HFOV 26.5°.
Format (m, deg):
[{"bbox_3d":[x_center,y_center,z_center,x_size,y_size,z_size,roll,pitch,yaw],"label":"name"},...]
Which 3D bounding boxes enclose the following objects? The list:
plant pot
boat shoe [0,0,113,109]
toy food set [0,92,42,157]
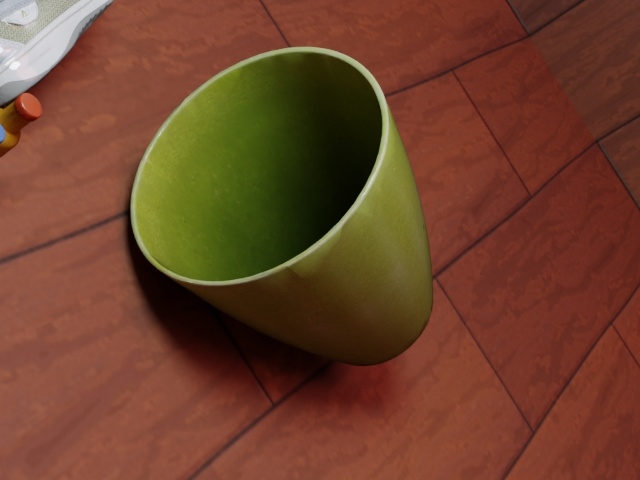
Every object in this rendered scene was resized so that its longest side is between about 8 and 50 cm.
[{"bbox_3d":[0.000,0.000,1.394,0.293,0.275,0.274,51,24,-47],"label":"plant pot"},{"bbox_3d":[-0.276,-0.236,1.312,0.103,0.118,0.320,51,35,-21],"label":"boat shoe"},{"bbox_3d":[-0.338,-0.099,1.078,0.232,0.104,0.111,29,39,-42],"label":"toy food set"}]
